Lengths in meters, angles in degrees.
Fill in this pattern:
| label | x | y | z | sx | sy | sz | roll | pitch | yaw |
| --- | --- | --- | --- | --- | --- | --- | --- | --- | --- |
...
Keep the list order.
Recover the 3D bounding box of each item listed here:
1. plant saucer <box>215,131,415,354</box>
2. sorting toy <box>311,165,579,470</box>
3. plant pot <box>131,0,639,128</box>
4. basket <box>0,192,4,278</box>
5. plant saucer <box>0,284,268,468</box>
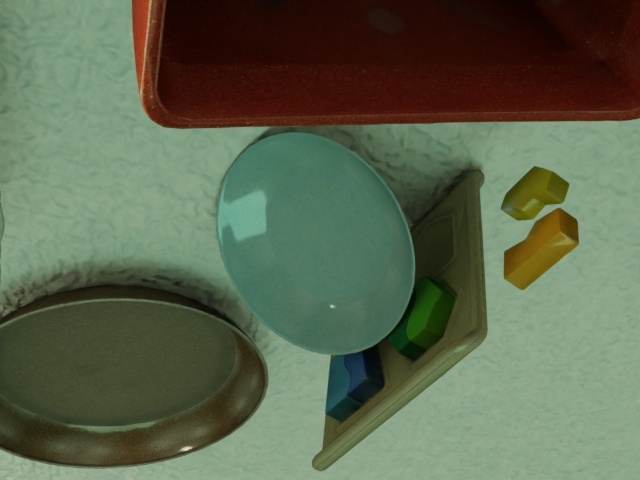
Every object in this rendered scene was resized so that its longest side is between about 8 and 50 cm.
| label | x | y | z | sx | sy | sz | roll | pitch | yaw |
| --- | --- | --- | --- | --- | --- | --- | --- | --- | --- |
| plant saucer | 0.000 | 0.000 | 0.894 | 0.195 | 0.195 | 0.037 | -46 | 171 | 36 |
| sorting toy | 0.090 | 0.034 | 0.890 | 0.041 | 0.229 | 0.307 | 32 | 128 | -16 |
| plant pot | 0.035 | -0.229 | 0.501 | 0.267 | 0.235 | 0.267 | -4 | 130 | -21 |
| basket | -0.390 | -0.002 | 0.630 | 0.331 | 0.266 | 0.328 | 15 | 139 | -3 |
| plant saucer | -0.209 | 0.136 | 1.075 | 0.311 | 0.050 | 0.310 | -7 | 141 | -6 |
